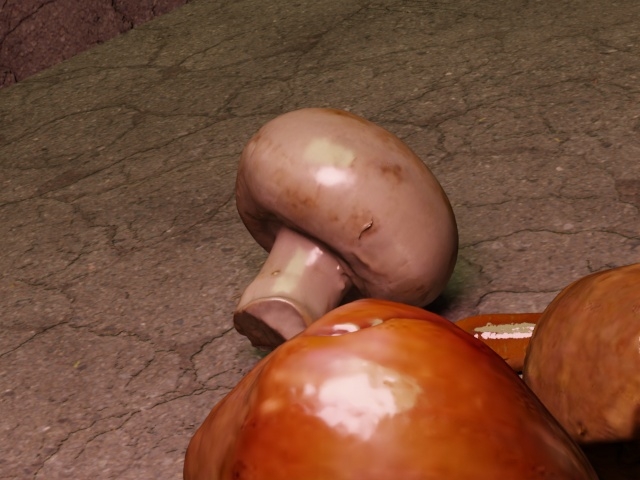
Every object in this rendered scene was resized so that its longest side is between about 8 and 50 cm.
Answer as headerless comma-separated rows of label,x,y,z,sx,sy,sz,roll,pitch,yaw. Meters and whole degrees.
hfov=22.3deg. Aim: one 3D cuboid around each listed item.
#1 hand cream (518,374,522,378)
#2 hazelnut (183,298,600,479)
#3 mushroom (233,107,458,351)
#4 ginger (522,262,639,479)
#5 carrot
hand cream,0.255,0.163,1.670,0.276,0.059,0.095,-6,23,4
hazelnut,0.067,0.211,1.352,0.372,0.315,0.372,16,10,-3
mushroom,0.000,0.000,1.915,0.297,0.297,0.290,18,62,49
ginger,0.285,0.120,1.487,0.223,0.269,0.200,13,63,32
carrot,0.238,0.111,1.772,0.225,0.067,0.067,-3,26,16
